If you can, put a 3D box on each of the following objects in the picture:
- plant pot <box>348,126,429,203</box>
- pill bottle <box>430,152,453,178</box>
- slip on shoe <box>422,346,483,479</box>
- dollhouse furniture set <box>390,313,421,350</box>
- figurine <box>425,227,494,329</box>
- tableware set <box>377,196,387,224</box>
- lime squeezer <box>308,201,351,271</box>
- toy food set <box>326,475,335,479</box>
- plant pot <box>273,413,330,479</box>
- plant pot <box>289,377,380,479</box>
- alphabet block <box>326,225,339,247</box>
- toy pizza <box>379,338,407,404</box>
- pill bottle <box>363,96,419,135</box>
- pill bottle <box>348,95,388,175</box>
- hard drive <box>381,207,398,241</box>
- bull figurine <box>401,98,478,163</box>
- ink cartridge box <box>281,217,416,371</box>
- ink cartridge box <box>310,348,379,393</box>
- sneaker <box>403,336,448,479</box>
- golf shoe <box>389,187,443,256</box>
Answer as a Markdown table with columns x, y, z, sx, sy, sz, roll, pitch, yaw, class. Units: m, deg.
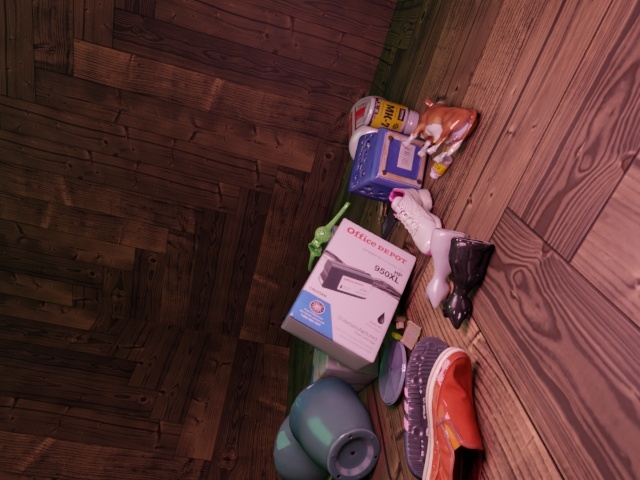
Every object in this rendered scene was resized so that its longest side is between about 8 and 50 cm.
| x | y | z | sx | sy | sz | roll | pitch | yaw | class |
| --- | --- | --- | --- | --- | --- | --- | --- | --- | --- |
| 0.260 | -0.275 | 1.533 | 0.212 | 0.236 | 0.236 | 168 | 115 | -74 | plant pot |
| 0.374 | -0.231 | 1.303 | 0.083 | 0.043 | 0.043 | 114 | 167 | -54 | pill bottle |
| 0.276 | 0.383 | 0.833 | 0.101 | 0.123 | 0.331 | -18 | 57 | 55 | slip on shoe |
| 0.271 | 0.279 | 1.288 | 0.152 | 0.059 | 0.076 | 31 | 101 | 61 | dollhouse furniture set |
| 0.323 | 0.087 | 1.039 | 0.215 | 0.092 | 0.209 | -115 | 35 | -78 | figurine |
| 0.283 | -0.168 | 1.861 | 0.194 | 0.039 | 0.128 | -79 | -6 | -58 | tableware set |
| 0.000 | 0.000 | 1.446 | 0.310 | 0.059 | 0.110 | -61 | -2 | 26 | lime squeezer |
| 0.105 | 0.829 | 1.444 | 0.128 | 0.071 | 0.218 | -55 | 3 | -19 | toy food set |
| -0.010 | 0.824 | 1.641 | 0.195 | 0.290 | 0.290 | -5 | 68 | 43 | plant pot |
| 0.061 | 0.645 | 1.395 | 0.255 | 0.272 | 0.271 | -154 | 77 | -67 | plant pot |
| 0.133 | 0.067 | 1.949 | 0.192 | 0.197 | 0.193 | -94 | 18 | -62 | alphabet block |
| 0.233 | 0.411 | 1.309 | 0.201 | 0.032 | 0.201 | -166 | 90 | -82 | toy pizza |
| 0.291 | -0.510 | 1.729 | 0.119 | 0.209 | 0.119 | -167 | 90 | -82 | pill bottle |
| 0.245 | -0.479 | 1.933 | 0.407 | 0.229 | 0.229 | -85 | 12 | -46 | pill bottle |
| 0.286 | -0.072 | 1.734 | 0.135 | 0.022 | 0.094 | 112 | 168 | -50 | hard drive |
| 0.359 | -0.344 | 1.278 | 0.188 | 0.101 | 0.310 | -55 | 17 | 9 | bull figurine |
| 0.098 | 0.167 | 1.350 | 0.395 | 0.285 | 0.166 | -60 | -1 | -30 | ink cartridge box |
| 0.091 | 0.453 | 1.619 | 0.270 | 0.197 | 0.198 | 113 | 167 | -54 | ink cartridge box |
| 0.246 | 0.394 | 0.995 | 0.131 | 0.112 | 0.319 | 84 | -161 | -56 | sneaker |
| 0.289 | -0.065 | 1.304 | 0.306 | 0.140 | 0.115 | -91 | 17 | -54 | golf shoe |
